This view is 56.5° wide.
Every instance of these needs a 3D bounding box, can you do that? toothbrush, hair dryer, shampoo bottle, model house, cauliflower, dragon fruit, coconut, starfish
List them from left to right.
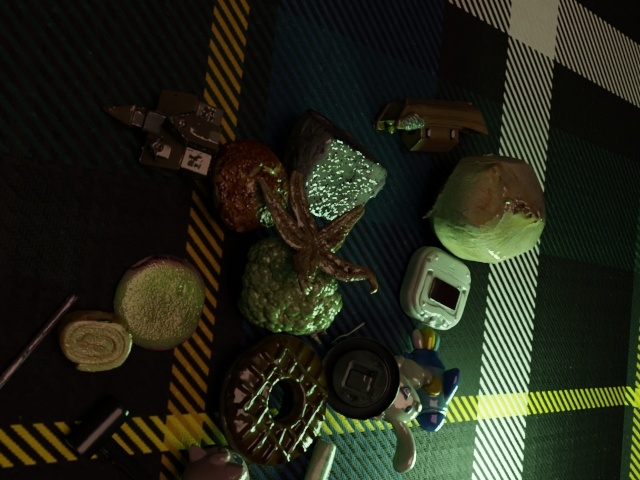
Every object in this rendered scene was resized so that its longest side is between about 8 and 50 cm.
[{"bbox_3d":[-0.614,0.245,1.189,0.029,0.024,0.354,44,66,-20],"label":"toothbrush"},{"bbox_3d":[-0.432,0.465,1.318,0.128,0.070,0.255,-49,125,-27],"label":"hair dryer"},{"bbox_3d":[-0.353,-0.252,1.316,0.248,0.176,0.181,16,81,-20],"label":"model house"},{"bbox_3d":[-0.072,0.105,1.501,0.272,0.275,0.250,15,44,-15],"label":"cauliflower"},{"bbox_3d":[-0.017,0.659,1.640,0.072,0.049,0.213,38,68,-36],"label":"shampoo bottle"},{"bbox_3d":[-0.007,0.006,1.366,0.375,0.094,0.327,34,45,-23],"label":"starfish"},{"bbox_3d":[0.005,-0.193,1.564,0.283,0.204,0.221,20,108,-46],"label":"dragon fruit"},{"bbox_3d":[0.081,0.269,1.734,0.131,0.011,0.013,-27,94,-34],"label":"toothbrush"},{"bbox_3d":[0.532,-0.102,1.860,0.346,0.360,0.347,-3,95,-38],"label":"coconut"}]

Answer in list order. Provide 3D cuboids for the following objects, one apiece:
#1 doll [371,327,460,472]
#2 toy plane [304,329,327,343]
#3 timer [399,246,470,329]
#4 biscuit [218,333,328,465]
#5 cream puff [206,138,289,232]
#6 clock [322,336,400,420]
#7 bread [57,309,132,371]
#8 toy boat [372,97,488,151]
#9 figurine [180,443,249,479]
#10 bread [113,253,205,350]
[{"bbox_3d":[0.280,0.437,1.780,0.365,0.187,0.376,-18,101,-37],"label":"doll"},{"bbox_3d":[-0.015,0.248,1.645,0.083,0.033,0.080,-7,84,-37],"label":"toy plane"},{"bbox_3d":[0.376,0.155,1.913,0.262,0.087,0.237,27,75,-34],"label":"timer"},{"bbox_3d":[-0.112,0.402,1.511,0.332,0.103,0.332,5,83,-42],"label":"biscuit"},{"bbox_3d":[-0.166,-0.127,1.423,0.240,0.163,0.240,-26,122,-52],"label":"cream puff"},{"bbox_3d":[0.109,0.380,1.657,0.225,0.049,0.226,0,84,1],"label":"clock"},{"bbox_3d":[-0.474,0.213,1.254,0.149,0.073,0.122,9,96,-32],"label":"bread"},{"bbox_3d":[0.368,-0.359,1.874,0.445,0.135,0.162,-8,100,-38],"label":"toy boat"},{"bbox_3d":[-0.259,0.603,1.412,0.186,0.176,0.288,-55,152,-72],"label":"figurine"},{"bbox_3d":[-0.362,0.143,1.375,0.228,0.033,0.229,0,90,-37],"label":"bread"}]
